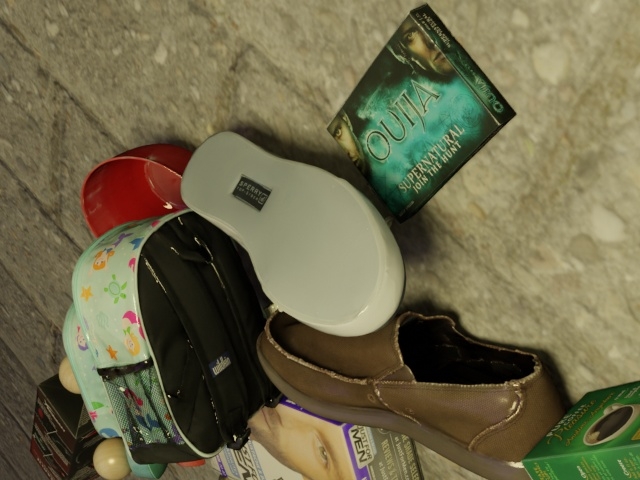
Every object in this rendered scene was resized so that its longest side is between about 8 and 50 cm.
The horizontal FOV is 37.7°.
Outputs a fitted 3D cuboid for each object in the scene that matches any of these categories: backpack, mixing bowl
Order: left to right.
[{"bbox_3d":[-0.192,-0.051,1.164,0.181,0.098,0.181,12,130,14],"label":"mixing bowl"},{"bbox_3d":[-0.170,0.096,1.055,0.191,0.225,0.253,-6,108,29],"label":"backpack"}]

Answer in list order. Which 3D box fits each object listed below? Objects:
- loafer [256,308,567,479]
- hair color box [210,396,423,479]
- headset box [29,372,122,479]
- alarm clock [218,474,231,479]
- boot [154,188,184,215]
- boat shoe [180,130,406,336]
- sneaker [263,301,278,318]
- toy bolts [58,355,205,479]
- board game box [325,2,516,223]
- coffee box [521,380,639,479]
[{"bbox_3d":[0.088,0.117,0.953,0.366,0.134,0.130,14,124,33],"label":"loafer"},{"bbox_3d":[-0.031,0.246,1.208,0.339,0.110,0.185,8,121,47],"label":"hair color box"},{"bbox_3d":[-0.353,0.288,1.545,0.110,0.218,0.293,49,145,16],"label":"headset box"},{"bbox_3d":[-0.097,0.381,1.430,0.129,0.064,0.192,29,138,37],"label":"alarm clock"},{"bbox_3d":[-0.240,0.023,1.271,0.077,0.137,0.198,34,138,32],"label":"boot"},{"bbox_3d":[-0.006,0.007,0.955,0.156,0.136,0.367,32,180,-39],"label":"boat shoe"},{"bbox_3d":[-0.050,0.114,1.168,0.073,0.063,0.162,54,146,1],"label":"sneaker"},{"bbox_3d":[-0.265,0.228,1.349,0.218,0.158,0.228,-159,54,-88],"label":"toy bolts"},{"bbox_3d":[0.083,-0.109,0.859,0.126,0.026,0.186,52,145,8],"label":"board game box"},{"bbox_3d":[0.261,0.154,0.763,0.040,0.113,0.184,56,145,-2],"label":"coffee box"}]
